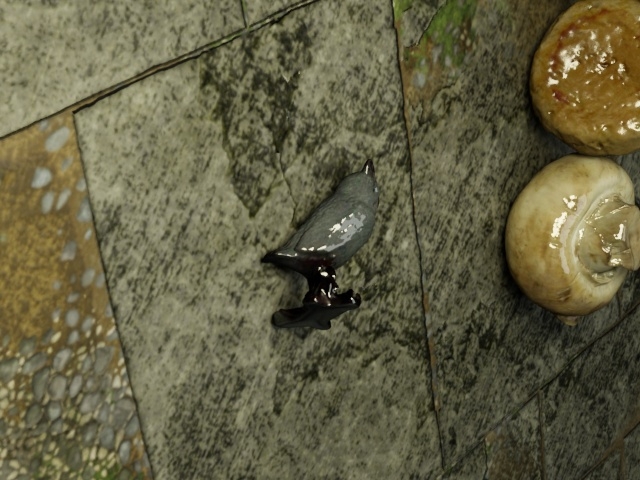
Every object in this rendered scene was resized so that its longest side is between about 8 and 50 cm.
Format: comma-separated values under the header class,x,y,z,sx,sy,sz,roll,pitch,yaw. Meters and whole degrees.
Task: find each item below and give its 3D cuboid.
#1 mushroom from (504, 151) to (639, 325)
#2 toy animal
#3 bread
class,x,y,z,sx,sy,sz,roll,pitch,yaw
mushroom,0.374,-0.001,1.894,0.255,0.184,0.255,-10,102,-58
toy animal,-0.001,-0.004,1.550,0.117,0.121,0.210,18,65,-8
bread,0.404,-0.224,1.831,0.123,0.230,0.230,8,97,-72
